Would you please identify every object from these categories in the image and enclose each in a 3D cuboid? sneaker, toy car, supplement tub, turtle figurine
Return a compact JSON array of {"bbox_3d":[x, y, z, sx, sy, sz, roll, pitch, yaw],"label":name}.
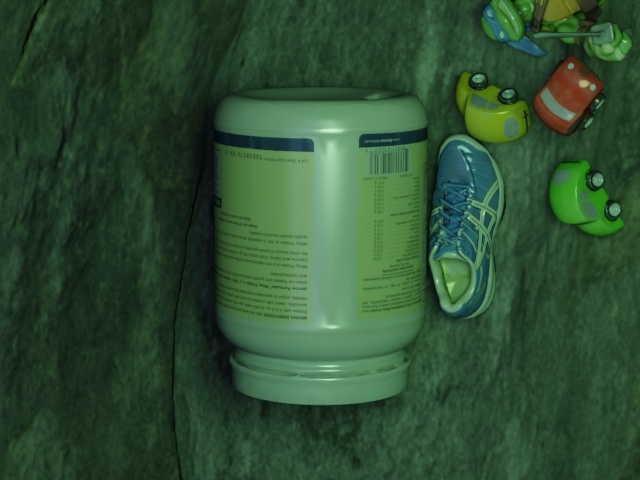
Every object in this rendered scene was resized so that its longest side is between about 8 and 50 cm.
[{"bbox_3d":[0.161,-0.013,1.980,0.080,0.081,0.211,-2,97,21],"label":"sneaker"},{"bbox_3d":[0.250,-0.087,1.908,0.225,0.053,0.239,56,156,-18],"label":"toy car"},{"bbox_3d":[0.000,0.000,1.954,0.235,0.235,0.324,3,100,18],"label":"supplement tub"},{"bbox_3d":[0.287,-0.294,1.811,0.266,0.274,0.198,-30,55,-1],"label":"turtle figurine"}]
